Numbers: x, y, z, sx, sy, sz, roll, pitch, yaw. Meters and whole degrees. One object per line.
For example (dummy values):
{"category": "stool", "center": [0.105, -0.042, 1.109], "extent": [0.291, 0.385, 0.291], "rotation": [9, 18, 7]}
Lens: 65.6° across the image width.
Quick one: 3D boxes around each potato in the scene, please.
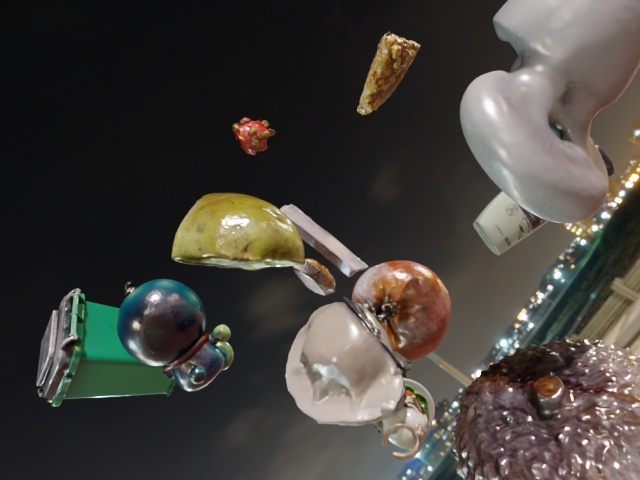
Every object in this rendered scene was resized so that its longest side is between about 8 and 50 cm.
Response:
{"category": "potato", "center": [-0.184, -0.034, 1.306], "extent": [0.330, 0.280, 0.212], "rotation": [13, -104, -63]}

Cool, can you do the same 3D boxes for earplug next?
{"category": "earplug", "center": [0.284, -0.178, 0.594], "extent": [0.214, 0.175, 0.325], "rotation": [22, -102, -23]}

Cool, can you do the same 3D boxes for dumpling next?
{"category": "dumpling", "center": [0.038, 0.218, 0.949], "extent": [0.204, 0.293, 0.163], "rotation": [-14, -53, -18]}

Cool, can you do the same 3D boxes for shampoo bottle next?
{"category": "shampoo bottle", "center": [0.567, -0.118, 1.279], "extent": [0.359, 0.134, 0.078], "rotation": [-36, 2, 4]}

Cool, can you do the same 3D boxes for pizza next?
{"category": "pizza", "center": [0.125, -0.309, 0.876], "extent": [0.178, 0.041, 0.131], "rotation": [-50, -19, -23]}

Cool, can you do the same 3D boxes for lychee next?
{"category": "lychee", "center": [0.317, 0.268, 0.609], "extent": [0.300, 0.300, 0.300], "rotation": [-41, -27, -27]}

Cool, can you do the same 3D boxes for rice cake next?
{"category": "rice cake", "center": [0.000, 0.000, 1.662], "extent": [0.073, 0.365, 0.056], "rotation": [-35, -23, -45]}

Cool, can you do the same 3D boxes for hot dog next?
{"category": "hot dog", "center": [-0.021, 0.118, 1.663], "extent": [0.069, 0.131, 0.252], "rotation": [-63, -24, -15]}

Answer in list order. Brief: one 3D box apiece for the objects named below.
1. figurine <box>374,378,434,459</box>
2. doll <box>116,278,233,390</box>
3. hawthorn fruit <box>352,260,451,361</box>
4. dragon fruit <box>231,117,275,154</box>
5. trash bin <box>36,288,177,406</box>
{"category": "figurine", "center": [0.152, 0.344, 0.926], "extent": [0.132, 0.132, 0.154], "rotation": [-58, -4, 8]}
{"category": "doll", "center": [-0.342, 0.219, 1.166], "extent": [0.198, 0.322, 0.186], "rotation": [-44, 11, -2]}
{"category": "hawthorn fruit", "center": [0.203, 0.166, 1.149], "extent": [0.231, 0.263, 0.235], "rotation": [142, 136, -58]}
{"category": "dragon fruit", "center": [-0.246, -0.395, 1.873], "extent": [0.150, 0.133, 0.208], "rotation": [-23, 4, 40]}
{"category": "trash bin", "center": [-0.613, 0.323, 1.493], "extent": [0.381, 0.259, 0.295], "rotation": [13, -53, -34]}
